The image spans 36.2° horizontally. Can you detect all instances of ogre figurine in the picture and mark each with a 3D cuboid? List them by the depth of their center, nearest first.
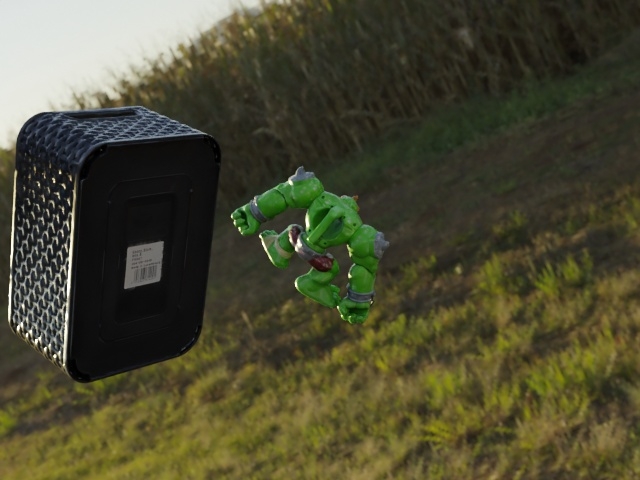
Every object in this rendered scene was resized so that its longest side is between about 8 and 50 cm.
[{"bbox_3d":[0.000,0.000,1.157,0.097,0.197,0.118,-8,-37,-52],"label":"ogre figurine"}]

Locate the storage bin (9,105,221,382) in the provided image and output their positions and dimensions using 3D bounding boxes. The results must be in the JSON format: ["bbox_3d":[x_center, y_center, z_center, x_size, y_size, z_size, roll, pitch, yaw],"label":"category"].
[{"bbox_3d":[-0.152,0.000,0.725,0.084,0.180,0.122,25,25,39],"label":"storage bin"}]
